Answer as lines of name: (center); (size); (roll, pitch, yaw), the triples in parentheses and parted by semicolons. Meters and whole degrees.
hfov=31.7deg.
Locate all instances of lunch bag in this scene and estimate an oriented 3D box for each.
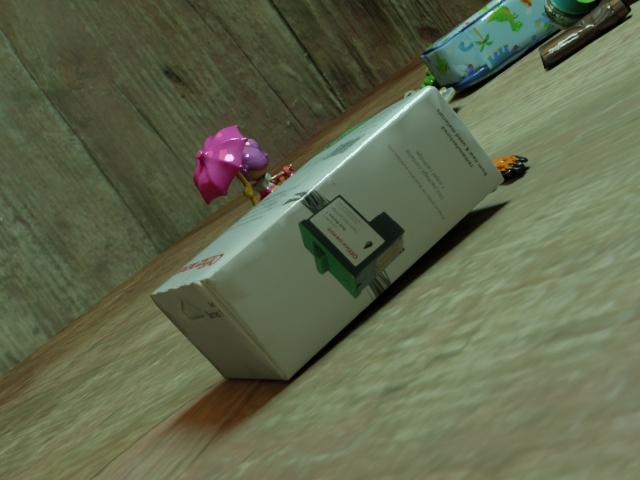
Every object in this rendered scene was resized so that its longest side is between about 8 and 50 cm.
lunch bag: (0.258, -0.303, 1.633); (0.219, 0.090, 0.176); (-36, 8, -4)

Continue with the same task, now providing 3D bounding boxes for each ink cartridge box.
ink cartridge box: (0.000, 0.000, 0.819); (0.219, 0.092, 0.160); (-42, 9, -19)

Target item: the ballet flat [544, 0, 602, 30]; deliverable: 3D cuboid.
ballet flat: (0.337, -0.312, 1.497); (0.070, 0.070, 0.188); (-28, 8, 44)

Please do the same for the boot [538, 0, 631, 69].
boot: (0.299, -0.243, 1.296); (0.114, 0.037, 0.106); (-37, 4, 22)

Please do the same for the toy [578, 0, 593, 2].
toy: (0.358, -0.345, 1.442); (0.237, 0.137, 0.056); (-45, -26, -57)

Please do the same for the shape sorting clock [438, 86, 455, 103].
shape sorting clock: (0.097, -0.140, 1.515); (0.206, 0.040, 0.206); (-35, 7, 5)

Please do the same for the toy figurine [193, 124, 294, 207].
toy figurine: (-0.058, -0.050, 1.172); (0.130, 0.159, 0.173); (-30, 8, 34)

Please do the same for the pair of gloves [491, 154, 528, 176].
pair of gloves: (0.122, -0.039, 0.872); (0.083, 0.010, 0.074); (-39, 9, -4)

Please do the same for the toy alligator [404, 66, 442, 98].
toy alligator: (0.190, -0.248, 1.762); (0.190, 0.056, 0.051); (-41, -33, -32)
